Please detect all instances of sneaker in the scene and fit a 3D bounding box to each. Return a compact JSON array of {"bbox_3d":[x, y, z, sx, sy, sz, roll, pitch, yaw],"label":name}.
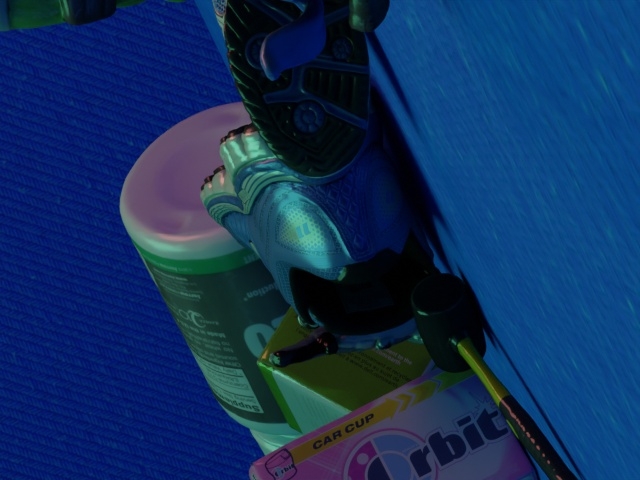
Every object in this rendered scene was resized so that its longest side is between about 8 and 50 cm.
[{"bbox_3d":[-0.021,-0.135,1.123,0.081,0.080,0.211,40,-148,-79],"label":"sneaker"},{"bbox_3d":[0.000,0.000,1.334,0.330,0.129,0.147,91,157,-85],"label":"sneaker"}]

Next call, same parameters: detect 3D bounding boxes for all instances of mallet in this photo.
[{"bbox_3d":[0.111,0.100,1.205,0.190,0.039,0.062,57,173,39],"label":"mallet"}]

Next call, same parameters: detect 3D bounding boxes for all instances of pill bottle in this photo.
[{"bbox_3d":[-0.037,0.058,1.938,0.361,0.204,0.204,65,177,-40],"label":"pill bottle"}]

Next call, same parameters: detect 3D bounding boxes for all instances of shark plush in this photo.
[{"bbox_3d":[0.030,0.071,1.435,0.067,0.161,0.073,-34,92,46],"label":"shark plush"}]

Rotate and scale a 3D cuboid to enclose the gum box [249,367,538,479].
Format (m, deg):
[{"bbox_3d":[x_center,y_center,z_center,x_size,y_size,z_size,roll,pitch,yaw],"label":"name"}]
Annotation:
[{"bbox_3d":[0.051,0.176,1.435,0.107,0.188,0.062,62,177,31],"label":"gum box"}]

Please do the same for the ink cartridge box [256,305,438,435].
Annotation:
[{"bbox_3d":[0.091,0.146,1.617,0.255,0.097,0.189,27,165,17],"label":"ink cartridge box"}]

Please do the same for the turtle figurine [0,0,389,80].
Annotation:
[{"bbox_3d":[-0.095,-0.178,0.709,0.275,0.198,0.266,60,174,6],"label":"turtle figurine"}]
